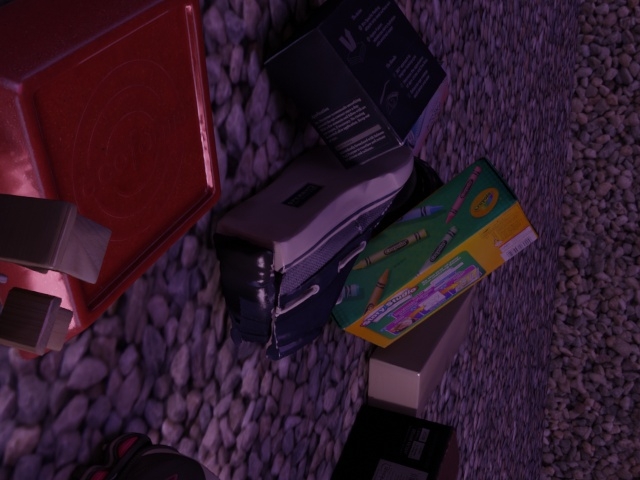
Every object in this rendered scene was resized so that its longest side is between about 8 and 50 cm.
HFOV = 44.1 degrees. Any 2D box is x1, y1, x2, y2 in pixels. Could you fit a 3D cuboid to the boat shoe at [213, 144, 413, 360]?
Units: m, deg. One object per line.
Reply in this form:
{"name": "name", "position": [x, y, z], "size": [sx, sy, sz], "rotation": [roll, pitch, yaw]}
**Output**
{"name": "boat shoe", "position": [0.000, 0.000, 0.927], "size": [0.340, 0.127, 0.158], "rotation": [-35, 134, -46]}

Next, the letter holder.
{"name": "letter holder", "position": [0.101, 0.446, 1.198], "size": [0.302, 0.151, 0.214], "rotation": [-62, 149, -34]}

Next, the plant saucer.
{"name": "plant saucer", "position": [-0.157, -0.072, 0.614], "size": [0.258, 0.047, 0.259], "rotation": [-52, 148, -46]}

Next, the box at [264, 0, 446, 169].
{"name": "box", "position": [0.045, -0.195, 0.905], "size": [0.158, 0.093, 0.156], "rotation": [51, 46, -18]}

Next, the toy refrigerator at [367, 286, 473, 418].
{"name": "toy refrigerator", "position": [0.168, 0.172, 1.324], "size": [0.269, 0.094, 0.102], "rotation": [-44, 142, -50]}

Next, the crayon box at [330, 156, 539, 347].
{"name": "crayon box", "position": [0.147, 0.026, 1.063], "size": [0.278, 0.081, 0.165], "rotation": [-37, 153, 10]}

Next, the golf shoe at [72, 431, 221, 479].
{"name": "golf shoe", "position": [-0.181, 0.280, 0.626], "size": [0.273, 0.120, 0.105], "rotation": [-59, 147, -36]}

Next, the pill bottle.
{"name": "pill bottle", "position": [0.127, -0.051, 1.141], "size": [0.219, 0.122, 0.123], "rotation": [32, 69, -61]}

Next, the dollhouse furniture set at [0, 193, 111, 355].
{"name": "dollhouse furniture set", "position": [-0.225, 0.055, 0.425], "size": [0.101, 0.160, 0.182], "rotation": [37, 63, -60]}

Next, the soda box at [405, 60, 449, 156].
{"name": "soda box", "position": [0.139, -0.198, 1.198], "size": [0.183, 0.058, 0.063], "rotation": [-61, 147, -37]}
